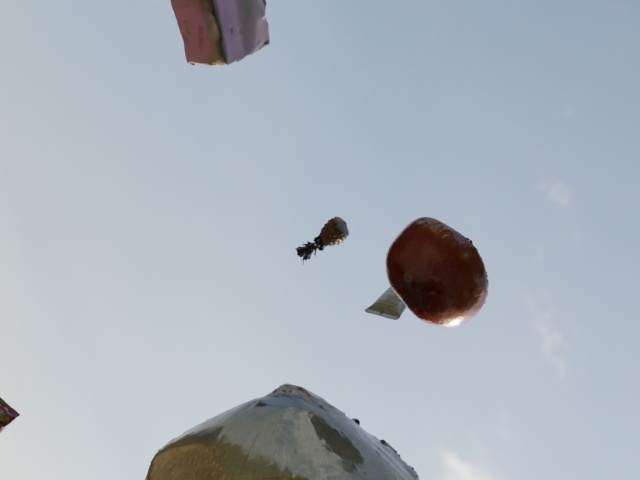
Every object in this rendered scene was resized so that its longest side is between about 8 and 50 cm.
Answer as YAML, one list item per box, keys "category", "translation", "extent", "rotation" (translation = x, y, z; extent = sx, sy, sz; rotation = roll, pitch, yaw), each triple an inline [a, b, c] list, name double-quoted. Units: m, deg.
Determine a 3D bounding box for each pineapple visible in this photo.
- category: "pineapple"
  translation: [0.000, 0.000, 2.223]
  extent: [0.124, 0.058, 0.058]
  rotation: [-31, -113, 26]

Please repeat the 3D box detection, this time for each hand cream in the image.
- category: "hand cream"
  translation: [0.154, 0.083, 1.907]
  extent: [0.067, 0.194, 0.042]
  rotation: [18, -49, 28]

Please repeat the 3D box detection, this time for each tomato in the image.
- category: "tomato"
  translation: [0.141, 0.049, 1.399]
  extent: [0.156, 0.069, 0.155]
  rotation: [30, -45, 35]

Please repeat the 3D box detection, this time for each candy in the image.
- category: "candy"
  translation: [-0.191, -0.464, 1.988]
  extent: [0.116, 0.155, 0.265]
  rotation: [10, -54, 36]

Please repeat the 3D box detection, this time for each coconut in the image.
- category: "coconut"
  translation: [-0.047, 0.356, 1.297]
  extent: [0.346, 0.346, 0.360]
  rotation: [9, -88, 63]

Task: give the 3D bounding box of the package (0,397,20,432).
- category: "package"
  translation: [-0.541, 0.300, 1.772]
  extent: [0.059, 0.083, 0.029]
  rotation: [37, -9, 21]
